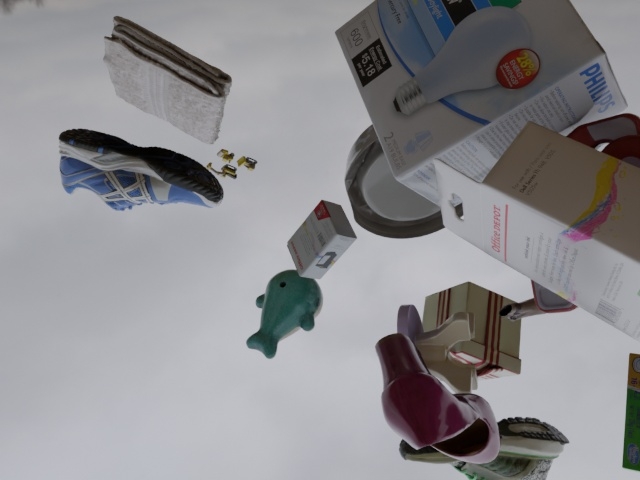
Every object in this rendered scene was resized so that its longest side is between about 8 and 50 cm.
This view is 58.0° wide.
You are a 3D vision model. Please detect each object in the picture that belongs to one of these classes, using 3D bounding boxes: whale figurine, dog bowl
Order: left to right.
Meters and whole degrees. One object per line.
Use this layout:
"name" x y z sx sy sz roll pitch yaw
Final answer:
"whale figurine" -0.113 0.200 1.661 0.216 0.141 0.272 23 -115 32
"dog bowl" 0.220 -0.163 1.405 0.349 0.348 0.102 -5 -136 -5

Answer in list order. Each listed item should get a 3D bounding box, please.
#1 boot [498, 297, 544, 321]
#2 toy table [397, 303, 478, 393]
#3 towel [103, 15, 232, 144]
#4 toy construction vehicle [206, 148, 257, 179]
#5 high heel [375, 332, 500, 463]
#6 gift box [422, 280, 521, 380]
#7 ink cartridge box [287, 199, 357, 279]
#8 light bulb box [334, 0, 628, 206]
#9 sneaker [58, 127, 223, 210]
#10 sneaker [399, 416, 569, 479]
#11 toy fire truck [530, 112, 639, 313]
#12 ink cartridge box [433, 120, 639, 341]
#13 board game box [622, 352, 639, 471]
"boot" 0.466 0.150 1.308 0.087 0.118 0.042 3 -124 -22
"toy table" 0.294 0.274 1.419 0.161 0.274 0.252 -4 -131 20
"towel" -0.237 -0.233 0.903 0.187 0.049 0.282 28 168 -9
"toy construction vehicle" -0.218 -0.182 1.420 0.098 0.035 0.086 21 146 -36
"high heel" 0.198 0.306 0.875 0.127 0.377 0.181 -35 -145 16
"gift box" 0.432 0.296 1.767 0.277 0.255 0.258 19 -117 -16
"ink cartridge box" 0.000 0.000 1.533 0.072 0.175 0.127 11 -138 -39
"light bulb box" 0.273 -0.309 1.037 0.361 0.357 0.225 -32 153 26
"sneaker" -0.230 -0.078 0.747 0.211 0.081 0.080 17 -158 -6
"sneaker" 0.384 0.528 1.358 0.411 0.181 0.158 3 -175 -10
"toy fire truck" 0.448 -0.039 0.944 0.254 0.302 0.169 -13 177 37
"ink cartridge box" 0.331 -0.019 0.756 0.353 0.207 0.119 34 -103 28
"board game box" 0.782 0.365 1.143 0.317 0.242 0.064 2 160 31
